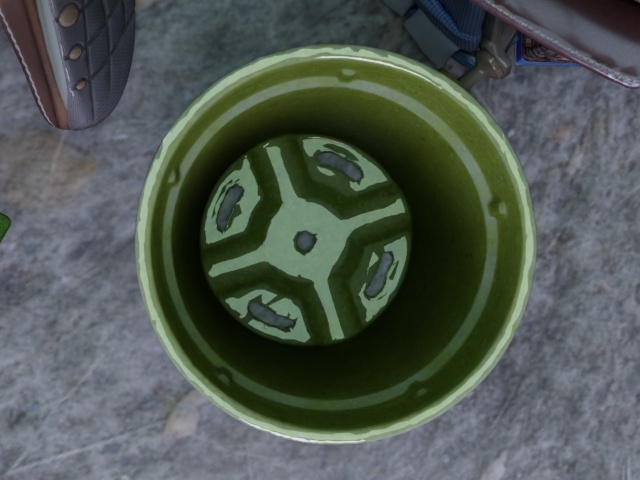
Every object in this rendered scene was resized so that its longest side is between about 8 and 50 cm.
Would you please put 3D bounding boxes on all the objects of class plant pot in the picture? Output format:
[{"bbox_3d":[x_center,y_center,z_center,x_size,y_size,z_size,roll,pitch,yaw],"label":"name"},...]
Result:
[{"bbox_3d":[0.000,0.000,1.327,0.276,0.254,0.276,0,91,-5],"label":"plant pot"}]

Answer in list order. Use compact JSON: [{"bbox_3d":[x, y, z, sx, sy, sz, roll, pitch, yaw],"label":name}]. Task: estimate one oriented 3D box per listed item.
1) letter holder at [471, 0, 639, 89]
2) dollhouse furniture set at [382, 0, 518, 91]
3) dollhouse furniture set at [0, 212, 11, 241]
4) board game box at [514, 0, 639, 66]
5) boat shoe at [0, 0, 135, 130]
[{"bbox_3d":[0.143,-0.256,1.109,0.302,0.152,0.214,35,92,3],"label":"letter holder"},{"bbox_3d":[0.006,-0.221,1.309,0.198,0.286,0.303,-38,83,-4],"label":"dollhouse furniture set"},{"bbox_3d":[-0.385,0.085,1.287,0.151,0.197,0.301,34,69,-17],"label":"dollhouse furniture set"},{"bbox_3d":[0.288,-0.215,1.335,0.232,0.291,0.141,1,89,-5],"label":"board game box"},{"bbox_3d":[-0.234,-0.243,1.383,0.116,0.123,0.324,-8,98,29],"label":"boat shoe"}]
